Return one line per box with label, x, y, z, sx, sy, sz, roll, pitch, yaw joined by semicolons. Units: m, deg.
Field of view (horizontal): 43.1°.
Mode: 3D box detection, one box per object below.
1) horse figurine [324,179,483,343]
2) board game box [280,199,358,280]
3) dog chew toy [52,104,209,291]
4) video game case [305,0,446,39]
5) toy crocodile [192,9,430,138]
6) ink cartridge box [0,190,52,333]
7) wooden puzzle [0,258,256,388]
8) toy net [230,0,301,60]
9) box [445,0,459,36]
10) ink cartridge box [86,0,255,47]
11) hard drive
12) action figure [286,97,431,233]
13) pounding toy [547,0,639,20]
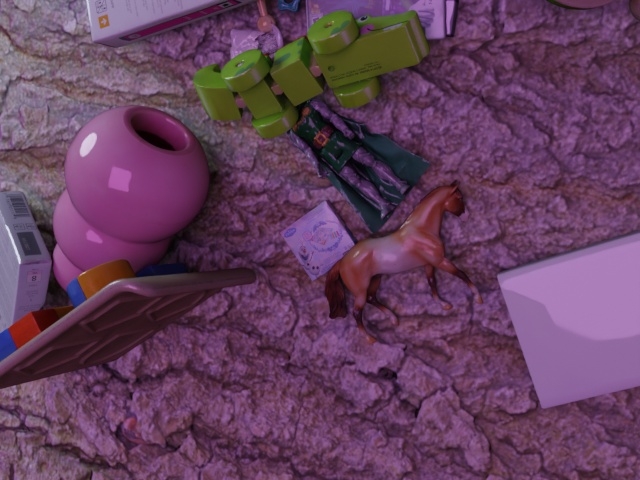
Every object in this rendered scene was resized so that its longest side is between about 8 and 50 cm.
horse figurine;0.109;0.042;1.166;0.263;0.066;0.174;-22;103;17
board game box;0.000;0.000;1.218;0.090;0.020;0.090;-34;90;19
dog chew toy;-0.302;-0.036;1.214;0.207;0.206;0.332;38;121;7
video game case;0.071;-0.354;1.088;0.190;0.022;0.173;0;102;15
toy crocodile;-0.020;-0.233;1.097;0.341;0.105;0.115;-16;131;23
ink cartridge box;-0.501;0.066;1.323;0.189;0.066;0.232;51;136;39
wooden puzzle;-0.307;0.108;1.175;0.348;0.322;0.080;-29;80;20
toy net;-0.046;-0.333;1.162;0.122;0.045;0.232;32;109;6
box;0.122;-0.379;1.105;0.145;0.038;0.186;10;101;14
ink cartridge box;-0.178;-0.409;1.146;0.371;0.069;0.175;-11;88;26
hard drive;0.421;0.095;1.098;0.308;0.040;0.203;-18;94;19
action figure;0.027;-0.130;1.168;0.232;0.063;0.137;41;111;10
pounding toy;0.329;-0.369;1.026;0.237;0.110;0.182;7;91;-14
